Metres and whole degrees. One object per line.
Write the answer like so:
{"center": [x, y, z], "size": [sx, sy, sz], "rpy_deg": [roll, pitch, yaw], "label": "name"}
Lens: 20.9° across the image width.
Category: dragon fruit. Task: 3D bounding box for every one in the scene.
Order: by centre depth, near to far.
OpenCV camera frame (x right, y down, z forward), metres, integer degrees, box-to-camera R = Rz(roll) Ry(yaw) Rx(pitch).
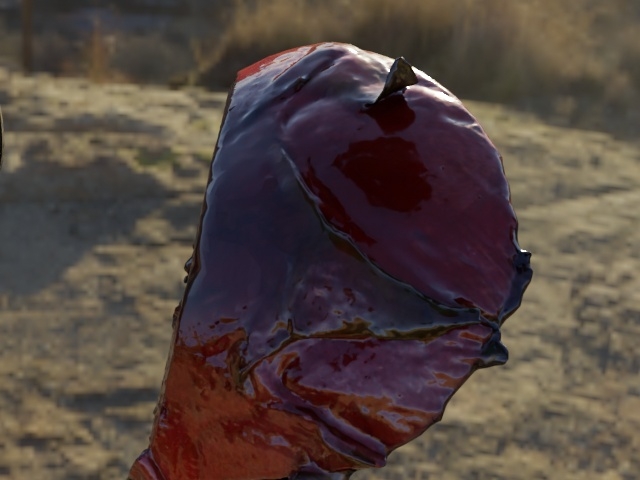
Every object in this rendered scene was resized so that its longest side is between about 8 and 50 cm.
{"center": [0.000, 0.000, 1.120], "size": [0.282, 0.100, 0.344], "rpy_deg": [-2, 63, 30], "label": "dragon fruit"}

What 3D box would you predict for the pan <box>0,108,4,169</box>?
{"center": [-0.199, -0.004, 0.586], "size": [0.202, 0.048, 0.128], "rpy_deg": [-20, 26, -5], "label": "pan"}
